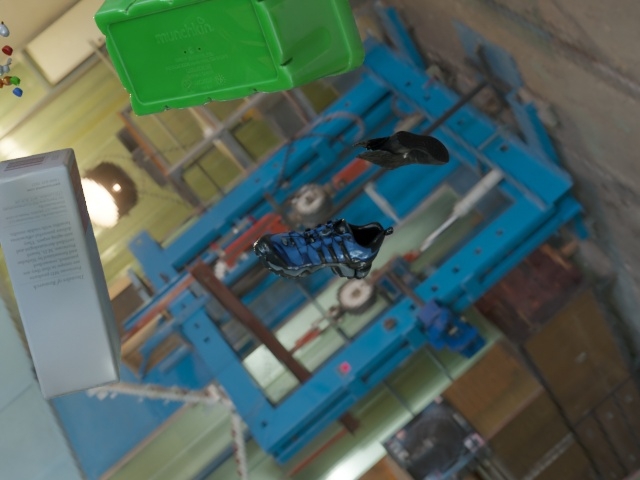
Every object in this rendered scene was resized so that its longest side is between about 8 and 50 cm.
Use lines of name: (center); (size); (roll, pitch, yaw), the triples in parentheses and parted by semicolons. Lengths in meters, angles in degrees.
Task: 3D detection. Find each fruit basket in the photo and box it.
fruit basket: (-0.106, -0.342, 1.520); (0.392, 0.392, 0.283); (44, 157, 63)

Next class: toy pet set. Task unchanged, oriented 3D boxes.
toy pet set: (-0.474, -0.284, 1.414); (0.114, 0.065, 0.122); (24, 154, 0)

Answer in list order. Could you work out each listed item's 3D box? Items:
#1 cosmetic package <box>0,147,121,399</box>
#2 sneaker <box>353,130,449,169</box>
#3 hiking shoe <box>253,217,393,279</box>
cosmetic package: (-0.531, 0.060, 1.983); (0.230, 0.161, 0.453); (-126, 25, -71)
sneaker: (0.151, -0.160, 1.800); (0.170, 0.089, 0.051); (13, -120, -39)
hiking shoe: (0.000, 0.000, 2.010); (0.304, 0.132, 0.113); (1, -137, -40)
